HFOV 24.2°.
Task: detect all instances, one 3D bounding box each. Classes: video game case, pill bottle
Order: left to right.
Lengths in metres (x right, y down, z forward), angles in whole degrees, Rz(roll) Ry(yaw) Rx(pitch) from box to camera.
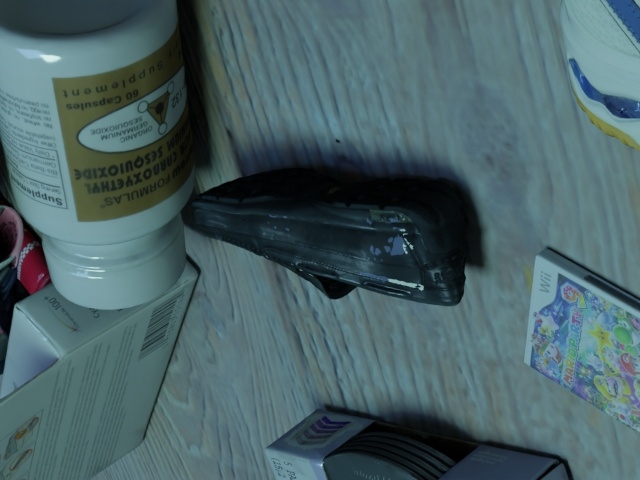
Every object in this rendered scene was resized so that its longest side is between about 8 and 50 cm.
[{"bbox_3d":[-0.155,-0.070,1.041,0.131,0.131,0.229,30,139,35],"label":"pill bottle"},{"bbox_3d":[0.169,0.066,0.847,0.122,0.011,0.087,32,140,33],"label":"video game case"}]

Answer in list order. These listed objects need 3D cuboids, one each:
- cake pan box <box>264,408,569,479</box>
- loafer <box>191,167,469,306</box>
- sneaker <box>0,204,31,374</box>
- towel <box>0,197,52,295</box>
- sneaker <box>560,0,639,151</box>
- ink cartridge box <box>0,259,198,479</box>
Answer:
[{"bbox_3d":[0.093,0.249,1.050,0.246,0.070,0.267,5,121,48],"label":"cake pan box"},{"bbox_3d":[0.000,0.000,0.949,0.223,0.076,0.078,8,116,45],"label":"loafer"},{"bbox_3d":[-0.259,0.030,1.107,0.319,0.131,0.112,40,-148,-72],"label":"sneaker"},{"bbox_3d":[-0.349,-0.009,1.436,0.275,0.031,0.199,46,145,16],"label":"towel"},{"bbox_3d":[0.215,-0.074,0.539,0.296,0.112,0.131,17,143,31],"label":"sneaker"},{"bbox_3d":[-0.236,0.146,1.209,0.066,0.261,0.296,45,145,16],"label":"ink cartridge box"}]
